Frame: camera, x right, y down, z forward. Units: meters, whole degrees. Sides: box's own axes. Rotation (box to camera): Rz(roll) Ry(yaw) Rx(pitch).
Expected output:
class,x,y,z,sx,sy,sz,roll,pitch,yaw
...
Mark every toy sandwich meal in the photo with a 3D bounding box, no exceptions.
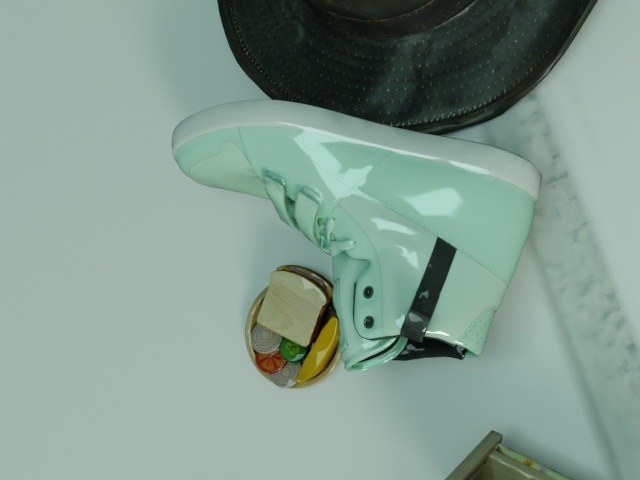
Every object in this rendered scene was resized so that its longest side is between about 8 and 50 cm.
class,x,y,z,sx,sy,sz,roll,pitch,yaw
toy sandwich meal,-0.019,0.060,0.856,0.085,0.029,0.086,-2,84,24

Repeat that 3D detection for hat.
class,x,y,z,sx,sy,sz,roll,pitch,yaw
hat,0.042,-0.234,0.800,0.331,0.134,0.331,-2,85,23

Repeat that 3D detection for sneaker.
class,x,y,z,sx,sy,sz,roll,pitch,yaw
sneaker,0.000,0.000,0.804,0.255,0.094,0.151,11,75,22

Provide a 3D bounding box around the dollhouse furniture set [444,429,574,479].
class,x,y,z,sx,sy,sz,roll,pitch,yaw
dollhouse furniture set,0.148,0.234,0.754,0.182,0.101,0.161,25,120,23
